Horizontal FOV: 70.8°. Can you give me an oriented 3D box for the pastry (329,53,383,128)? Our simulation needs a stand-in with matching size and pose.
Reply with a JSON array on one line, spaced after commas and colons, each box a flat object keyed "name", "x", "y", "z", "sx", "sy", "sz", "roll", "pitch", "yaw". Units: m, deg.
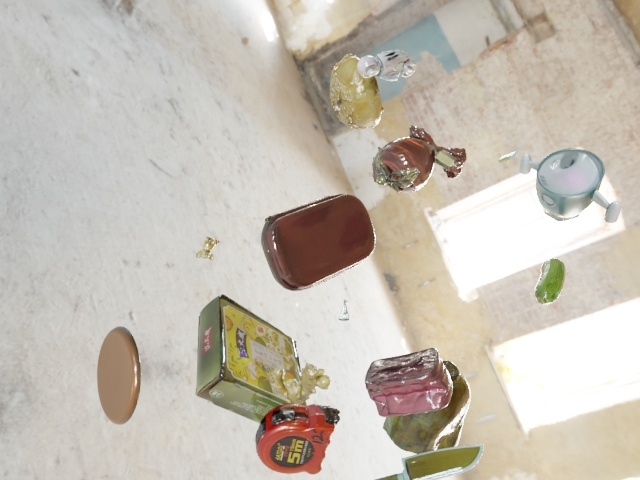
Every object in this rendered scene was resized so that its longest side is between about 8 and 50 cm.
[{"name": "pastry", "x": 0.134, "y": -0.625, "z": 1.939, "sx": 0.284, "sy": 0.184, "sz": 0.315, "roll": 164, "pitch": -96, "yaw": -83}]

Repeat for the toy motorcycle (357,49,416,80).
[{"name": "toy motorcycle", "x": 0.246, "y": -0.635, "z": 1.613, "sx": 0.255, "sy": 0.112, "sz": 0.112, "roll": -13, "pitch": 74, "yaw": -31}]

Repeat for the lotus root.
[{"name": "lotus root", "x": 0.370, "y": 0.515, "z": 1.396, "sx": 0.267, "sy": 0.260, "sz": 0.149, "roll": 7, "pitch": 20, "yaw": -28}]

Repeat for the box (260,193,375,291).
[{"name": "box", "x": 0.000, "y": 0.000, "z": 1.459, "sx": 0.404, "sy": 0.108, "sz": 0.262, "roll": -21, "pitch": 94, "yaw": -31}]

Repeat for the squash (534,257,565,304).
[{"name": "squash", "x": 0.711, "y": 0.120, "z": 1.389, "sx": 0.068, "sy": 0.077, "sz": 0.219, "roll": 42, "pitch": 43, "yaw": 3}]

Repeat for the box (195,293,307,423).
[{"name": "box", "x": -0.246, "y": 0.446, "z": 1.631, "sx": 0.420, "sy": 0.138, "sz": 0.372, "roll": 39, "pitch": 21, "yaw": -33}]

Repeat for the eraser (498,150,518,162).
[{"name": "eraser", "x": 0.799, "y": -0.356, "z": 1.915, "sx": 0.019, "sy": 0.038, "sz": 0.083, "roll": 53, "pitch": -19, "yaw": -9}]

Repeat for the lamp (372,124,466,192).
[{"name": "lamp", "x": 0.258, "y": -0.214, "z": 1.226, "sx": 0.215, "sy": 0.223, "sz": 0.151, "roll": 43, "pitch": 7, "yaw": 21}]

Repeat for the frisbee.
[{"name": "frisbee", "x": -0.532, "y": 0.351, "z": 1.176, "sx": 0.021, "sy": 0.251, "sz": 0.250, "roll": 5, "pitch": 58, "yaw": -46}]

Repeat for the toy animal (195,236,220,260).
[{"name": "toy animal", "x": -0.387, "y": 0.030, "z": 1.549, "sx": 0.061, "sy": 0.083, "sz": 0.081, "roll": 22, "pitch": -3, "yaw": -9}]

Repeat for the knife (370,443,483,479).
[{"name": "knife", "x": 0.199, "y": 0.512, "z": 1.002, "sx": 0.061, "sy": 0.344, "sz": 0.027, "roll": -100, "pitch": 168, "yaw": -46}]

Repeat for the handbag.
[{"name": "handbag", "x": 0.238, "y": 0.386, "z": 1.227, "sx": 0.135, "sy": 0.225, "sz": 0.146, "roll": 68, "pitch": 25, "yaw": -9}]

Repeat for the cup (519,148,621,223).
[{"name": "cup", "x": 0.689, "y": -0.142, "z": 1.262, "sx": 0.300, "sy": 0.167, "sz": 0.173, "roll": 44, "pitch": -7, "yaw": 36}]

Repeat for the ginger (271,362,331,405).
[{"name": "ginger", "x": -0.057, "y": 0.427, "z": 1.334, "sx": 0.053, "sy": 0.193, "sz": 0.176, "roll": -38, "pitch": 139, "yaw": -49}]

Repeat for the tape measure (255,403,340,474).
[{"name": "tape measure", "x": -0.084, "y": 0.653, "z": 1.496, "sx": 0.114, "sy": 0.261, "sz": 0.253, "roll": -101, "pitch": -158, "yaw": -66}]

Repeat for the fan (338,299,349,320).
[{"name": "fan", "x": 0.123, "y": 0.362, "z": 2.351, "sx": 0.282, "sy": 0.057, "sz": 0.023, "roll": -76, "pitch": 165, "yaw": -78}]
